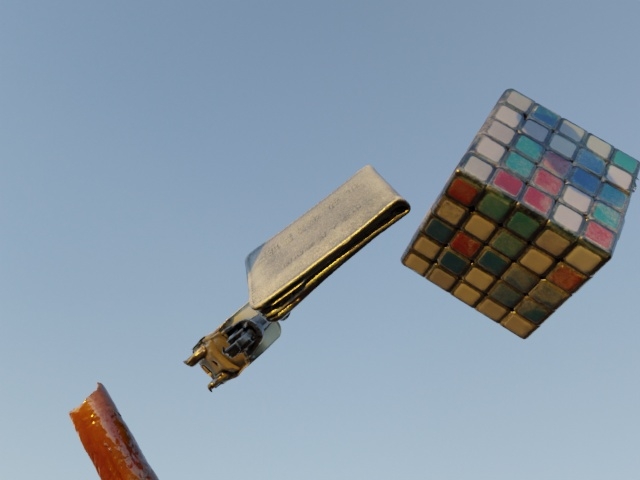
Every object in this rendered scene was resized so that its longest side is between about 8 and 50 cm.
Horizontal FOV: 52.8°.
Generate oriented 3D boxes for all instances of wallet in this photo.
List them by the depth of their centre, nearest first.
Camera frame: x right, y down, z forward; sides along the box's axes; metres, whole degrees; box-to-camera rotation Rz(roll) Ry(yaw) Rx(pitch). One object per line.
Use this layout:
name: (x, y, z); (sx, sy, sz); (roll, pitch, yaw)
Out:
wallet: (-0.001, -0.002, 0.794); (0.222, 0.167, 0.036); (-39, -69, 6)

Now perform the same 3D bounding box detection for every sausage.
sausage: (-0.314, 0.376, 1.050); (0.302, 0.076, 0.103); (58, -9, 5)

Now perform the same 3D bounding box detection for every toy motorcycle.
toy motorcycle: (-0.139, 0.170, 1.105); (0.091, 0.157, 0.263); (48, -37, 0)

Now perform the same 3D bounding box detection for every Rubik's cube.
Rubik's cube: (0.366, -0.049, 1.197); (0.287, 0.292, 0.293); (33, -36, 8)
